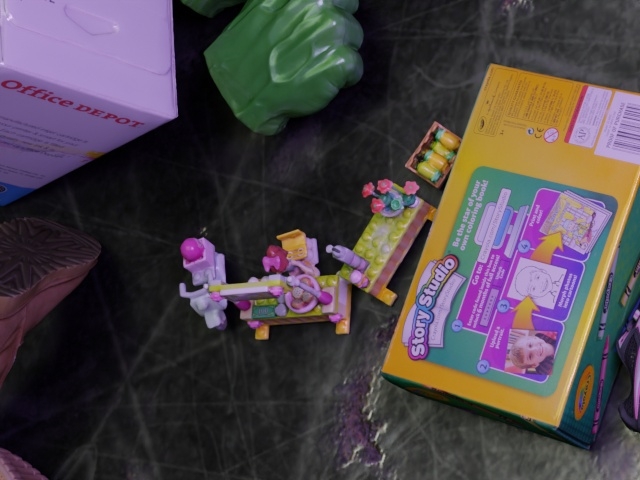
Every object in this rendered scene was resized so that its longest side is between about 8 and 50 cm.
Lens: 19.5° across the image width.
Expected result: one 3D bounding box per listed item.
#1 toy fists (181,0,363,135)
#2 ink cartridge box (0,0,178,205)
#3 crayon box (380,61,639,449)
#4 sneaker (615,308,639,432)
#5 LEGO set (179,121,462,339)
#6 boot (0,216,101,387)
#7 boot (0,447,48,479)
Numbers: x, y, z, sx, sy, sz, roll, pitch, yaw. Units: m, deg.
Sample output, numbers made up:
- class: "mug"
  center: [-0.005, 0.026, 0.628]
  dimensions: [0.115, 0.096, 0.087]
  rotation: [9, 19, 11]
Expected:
- class: "toy fists"
  center: [-0.048, -0.233, 1.701]
  dimensions: [0.142, 0.096, 0.279]
  rotation: [-43, 56, 29]
- class: "ink cartridge box"
  center: [-0.293, -0.178, 1.719]
  dimensions: [0.270, 0.198, 0.197]
  rotation: [-22, 64, 41]
- class: "crayon box"
  center: [0.176, 0.009, 1.499]
  dimensions: [0.165, 0.081, 0.278]
  rotation: [16, 82, 33]
- class: "sneaker"
  center: [0.264, 0.068, 1.439]
  dimensions: [0.077, 0.072, 0.178]
  rotation: [-4, 65, 40]
- class: "LEGO set"
  center: [0.000, 0.000, 1.587]
  dimensions: [0.287, 0.107, 0.132]
  rotation: [-28, 62, 19]
- class: "boot"
  center: [-0.315, 0.125, 1.714]
  dimensions: [0.089, 0.236, 0.269]
  rotation: [28, 112, 13]
- class: "boot"
  center: [-0.288, 0.329, 1.652]
  dimensions: [0.207, 0.090, 0.248]
  rotation: [-44, 61, 8]
